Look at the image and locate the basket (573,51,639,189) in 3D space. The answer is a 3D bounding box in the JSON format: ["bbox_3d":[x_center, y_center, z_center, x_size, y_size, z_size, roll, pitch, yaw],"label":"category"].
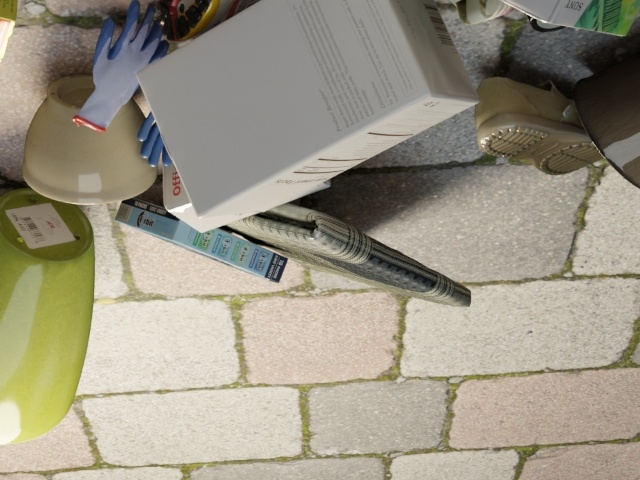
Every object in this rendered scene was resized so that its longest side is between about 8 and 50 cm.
[{"bbox_3d":[0.449,-0.175,1.686,0.227,0.154,0.204,-31,141,33],"label":"basket"}]

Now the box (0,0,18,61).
[{"bbox_3d":[-0.448,-0.256,1.541,0.232,0.058,0.087,10,146,-22],"label":"box"}]

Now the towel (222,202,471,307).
[{"bbox_3d":[0.000,0.000,1.897,0.312,0.056,0.324,24,173,-42],"label":"towel"}]

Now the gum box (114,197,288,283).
[{"bbox_3d":[-0.161,-0.002,1.938,0.184,0.041,0.157,23,176,-38],"label":"gum box"}]

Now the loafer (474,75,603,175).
[{"bbox_3d":[0.280,-0.146,1.775,0.102,0.092,0.268,-23,160,33],"label":"loafer"}]

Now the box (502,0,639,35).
[{"bbox_3d":[0.284,-0.331,1.226,0.232,0.058,0.322,-10,131,-62],"label":"box"}]

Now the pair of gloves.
[{"bbox_3d":[-0.193,-0.175,1.641,0.023,0.159,0.198,26,178,41],"label":"pair of gloves"}]

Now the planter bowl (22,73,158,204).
[{"bbox_3d":[-0.272,-0.129,1.700,0.162,0.162,0.109,1,123,-7],"label":"planter bowl"}]

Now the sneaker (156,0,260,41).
[{"bbox_3d":[-0.077,-0.288,1.520,0.092,0.088,0.225,-1,157,-46],"label":"sneaker"}]

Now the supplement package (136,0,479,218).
[{"bbox_3d":[-0.013,-0.164,1.542,0.293,0.177,0.175,-26,173,22],"label":"supplement package"}]

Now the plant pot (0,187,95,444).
[{"bbox_3d":[-0.417,0.080,1.949,0.274,0.275,0.293,12,132,-24],"label":"plant pot"}]

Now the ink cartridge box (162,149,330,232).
[{"bbox_3d":[-0.092,-0.109,1.745,0.190,0.140,0.082,-20,149,26],"label":"ink cartridge box"}]

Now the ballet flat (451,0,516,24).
[{"bbox_3d":[0.150,-0.280,1.540,0.077,0.079,0.221,-27,142,33],"label":"ballet flat"}]

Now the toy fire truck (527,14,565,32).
[{"bbox_3d":[0.337,-0.309,1.464,0.246,0.158,0.217,-7,151,-17],"label":"toy fire truck"}]
